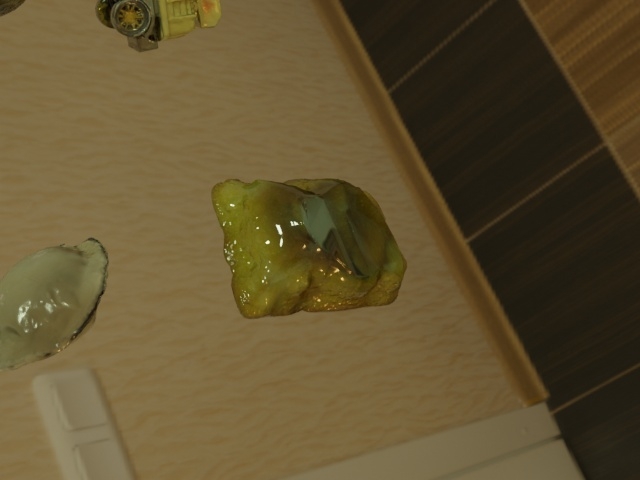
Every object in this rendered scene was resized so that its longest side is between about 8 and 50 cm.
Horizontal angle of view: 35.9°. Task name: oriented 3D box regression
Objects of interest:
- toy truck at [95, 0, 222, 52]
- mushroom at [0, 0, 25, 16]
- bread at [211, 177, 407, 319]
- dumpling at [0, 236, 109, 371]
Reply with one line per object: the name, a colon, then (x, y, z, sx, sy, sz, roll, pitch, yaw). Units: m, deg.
toy truck: (-0.213, -0.382, 1.241, 0.124, 0.157, 0.272, -145, 45, -61)
mushroom: (-0.468, -0.286, 1.044, 0.247, 0.344, 0.130, 110, 157, -62)
bread: (0.000, 0.000, 1.083, 0.088, 0.233, 0.160, -22, 75, 45)
dumpling: (-0.386, 0.097, 1.444, 0.172, 0.142, 0.247, 6, 54, 42)
